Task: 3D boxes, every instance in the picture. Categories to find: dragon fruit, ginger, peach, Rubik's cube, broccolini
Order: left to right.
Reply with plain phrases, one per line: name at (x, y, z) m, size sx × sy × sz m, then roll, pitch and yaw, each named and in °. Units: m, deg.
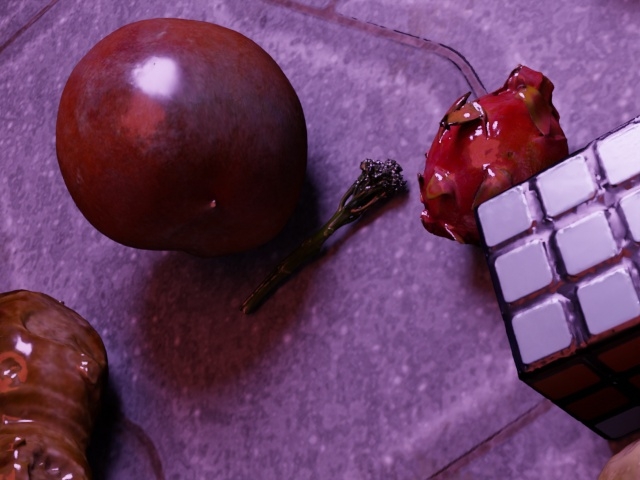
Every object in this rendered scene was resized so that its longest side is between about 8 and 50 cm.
ginger at (-0.319, 0.198, 1.266) m, size 0.274 × 0.152 × 0.357 m, roll -46°, pitch 37°, yaw 45°
peach at (-0.132, -0.096, 1.196) m, size 0.252 × 0.252 × 0.252 m, roll -18°, pitch 56°, yaw 29°
broccolini at (0.001, 0.001, 1.203) m, size 0.218 × 0.042 × 0.044 m, roll -48°, pitch 20°, yaw 13°
dragon fruit at (0.157, -0.066, 1.054) m, size 0.133 × 0.136 × 0.166 m, roll 29°, pitch 95°, yaw 10°
Rubik's cube at (0.232, 0.032, 0.914) m, size 0.163 × 0.160 × 0.162 m, roll -30°, pitch 51°, yaw 22°

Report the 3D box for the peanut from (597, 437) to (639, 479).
peanut at (0.295, 0.242, 0.768) m, size 0.147 × 0.147 × 0.305 m, roll -46°, pitch 47°, yaw 8°
